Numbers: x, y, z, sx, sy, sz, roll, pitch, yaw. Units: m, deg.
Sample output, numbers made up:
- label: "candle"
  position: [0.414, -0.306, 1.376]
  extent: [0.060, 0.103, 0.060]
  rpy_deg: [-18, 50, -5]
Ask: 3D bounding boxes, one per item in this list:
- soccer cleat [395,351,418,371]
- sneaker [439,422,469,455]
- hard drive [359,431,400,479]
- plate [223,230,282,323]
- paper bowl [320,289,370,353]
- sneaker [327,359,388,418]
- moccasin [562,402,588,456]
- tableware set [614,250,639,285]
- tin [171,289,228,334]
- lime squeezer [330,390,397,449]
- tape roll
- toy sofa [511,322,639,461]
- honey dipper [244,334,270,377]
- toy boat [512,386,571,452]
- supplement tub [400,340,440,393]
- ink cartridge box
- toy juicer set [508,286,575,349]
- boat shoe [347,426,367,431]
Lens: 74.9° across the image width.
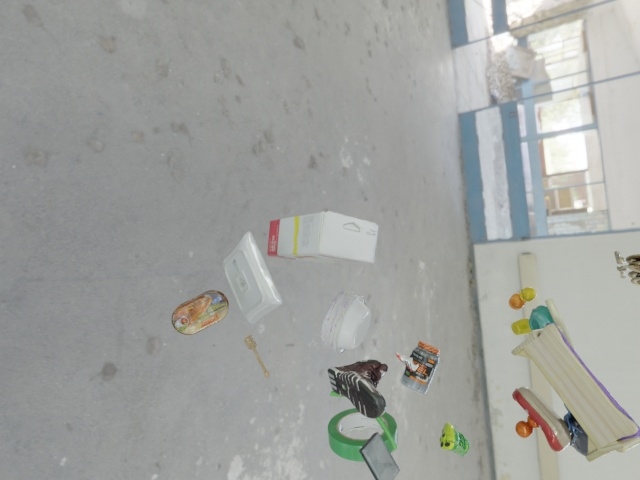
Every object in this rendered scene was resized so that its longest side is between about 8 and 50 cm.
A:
- label: "soccer cleat"
  position: [0.272, 0.377, 1.321]
  extent: [0.083, 0.036, 0.029]
  rpy_deg: [43, 6, 13]
- label: "sneaker"
  position: [0.583, 0.858, 1.800]
  extent: [0.110, 0.123, 0.295]
  rpy_deg: [-68, 158, -15]
- label: "hard drive"
  position: [0.186, 0.690, 1.307]
  extent: [0.094, 0.022, 0.135]
  rpy_deg: [-24, 81, -47]
- label: "plate"
  position: [-0.260, 0.143, 1.476]
  extent: [0.045, 0.277, 0.278]
  rpy_deg: [-17, 76, -37]
- label: "paper bowl"
  position: [0.131, 0.386, 1.937]
  extent: [0.284, 0.148, 0.284]
  rpy_deg: [-44, 144, -43]
- label: "sneaker"
  position: [0.144, 0.397, 1.190]
  extent: [0.162, 0.281, 0.107]
  rpy_deg: [-14, 97, -23]
- label: "moccasin"
  position: [0.960, 0.693, 1.550]
  extent: [0.137, 0.116, 0.342]
  rpy_deg: [-40, 123, -37]
- label: "tableware set"
  position: [0.734, 0.078, 0.930]
  extent: [0.194, 0.128, 0.039]
  rpy_deg: [31, 71, -45]
- label: "tin"
  position: [-0.386, 0.232, 1.349]
  extent: [0.106, 0.189, 0.040]
  rpy_deg: [64, 0, -9]
- label: "lime squeezer"
  position: [0.150, 0.587, 1.453]
  extent: [0.058, 0.310, 0.110]
  rpy_deg: [11, 103, -50]
- label: "tape roll"
  position: [0.194, 0.885, 1.923]
  extent: [0.321, 0.321, 0.077]
  rpy_deg: [-17, 104, -60]
- label: "toy sofa"
  position: [0.757, 0.417, 1.210]
  extent: [0.150, 0.177, 0.363]
  rpy_deg: [1, 45, -31]
- label: "honey dipper"
  position: [-0.187, 0.347, 1.249]
  extent: [0.030, 0.161, 0.031]
  rpy_deg: [-19, 131, -23]
- label: "toy boat"
  position: [0.773, 0.657, 1.509]
  extent: [0.151, 0.151, 0.231]
  rpy_deg: [28, 19, -46]
- label: "supplement tub"
  position: [0.415, 0.521, 1.721]
  extent: [0.117, 0.117, 0.190]
  rpy_deg: [27, 84, -56]
- label: "ink cartridge box"
  position: [0.000, 0.000, 1.674]
  extent: [0.279, 0.384, 0.161]
  rpy_deg: [11, 81, -34]
- label: "toy juicer set"
  position: [0.852, 0.281, 1.602]
  extent: [0.329, 0.089, 0.209]
  rpy_deg: [162, -83, -80]
- label: "boat shoe"
  position: [0.158, 1.005, 2.305]
  extent: [0.095, 0.254, 0.079]
  rpy_deg: [-26, 96, -67]
